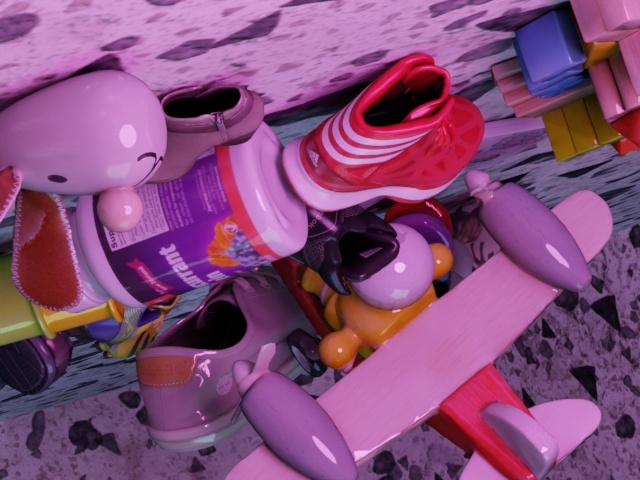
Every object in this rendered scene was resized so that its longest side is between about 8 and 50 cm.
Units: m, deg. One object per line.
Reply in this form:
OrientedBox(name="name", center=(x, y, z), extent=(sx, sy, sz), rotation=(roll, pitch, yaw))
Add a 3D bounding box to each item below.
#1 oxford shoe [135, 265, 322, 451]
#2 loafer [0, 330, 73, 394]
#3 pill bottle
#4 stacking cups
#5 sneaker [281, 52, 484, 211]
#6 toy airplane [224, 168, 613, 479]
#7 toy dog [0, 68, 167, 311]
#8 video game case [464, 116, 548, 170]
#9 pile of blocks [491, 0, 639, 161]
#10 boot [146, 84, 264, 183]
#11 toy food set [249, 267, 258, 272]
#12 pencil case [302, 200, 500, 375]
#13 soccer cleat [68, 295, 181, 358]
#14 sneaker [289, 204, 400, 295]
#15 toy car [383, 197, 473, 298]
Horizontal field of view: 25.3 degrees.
OrientedBox(name="oxford shoe", center=(-0.073, 0.087, 1.700), extent=(0.169, 0.130, 0.449), rotation=(-7, -160, 31))
OrientedBox(name="loafer", center=(-0.335, 0.110, 1.599), extent=(0.095, 0.109, 0.302), rotation=(-35, -171, -29))
OrientedBox(name="pill bottle", center=(-0.116, -0.012, 1.077), extent=(0.193, 0.108, 0.108), rotation=(-20, 172, 17))
OrientedBox(name="stacking cups", center=(-0.336, 0.069, 1.246), extent=(0.316, 0.096, 0.096), rotation=(-16, 173, -4))
OrientedBox(name="sneaker", center=(0.084, -0.088, 1.092), extent=(0.221, 0.087, 0.128), rotation=(-25, 173, -46))
OrientedBox(name="toy airplane", center=(0.100, 0.101, 1.437), extent=(0.384, 0.386, 0.272), rotation=(-3, 139, 14))
OrientedBox(name="toy dog", center=(-0.245, 0.025, 0.841), extent=(0.333, 0.161, 0.220), rotation=(-23, 172, 35))
OrientedBox(name="video game case", center=(0.166, -0.097, 1.472), extent=(0.157, 0.019, 0.143), rotation=(-12, 171, -36))
OrientedBox(name="pile of blocks", center=(0.219, -0.112, 1.116), extent=(0.149, 0.113, 0.362), rotation=(-19, 172, 9))
OrientedBox(name="boot", center=(-0.094, -0.075, 0.954), extent=(0.118, 0.042, 0.087), rotation=(-19, 167, 1))
OrientedBox(name="toy food set", center=(-0.093, -0.002, 1.340), extent=(0.082, 0.020, 0.083), rotation=(21, 160, 46))
OrientedBox(name="pencil case", center=(0.118, 0.059, 1.981), extent=(0.410, 0.160, 0.183), rotation=(-21, 157, 25))
OrientedBox(name="soccer cleat", center=(-0.201, 0.075, 1.585), extent=(0.121, 0.093, 0.289), rotation=(-13, 172, 3))
OrientedBox(name="sneaker", center=(0.000, 0.000, 1.337), extent=(0.087, 0.130, 0.227), rotation=(-50, 177, -10))
OrientedBox(name="toy car", center=(0.112, 0.017, 1.719), extent=(0.159, 0.136, 0.182), rotation=(14, -147, -2))
